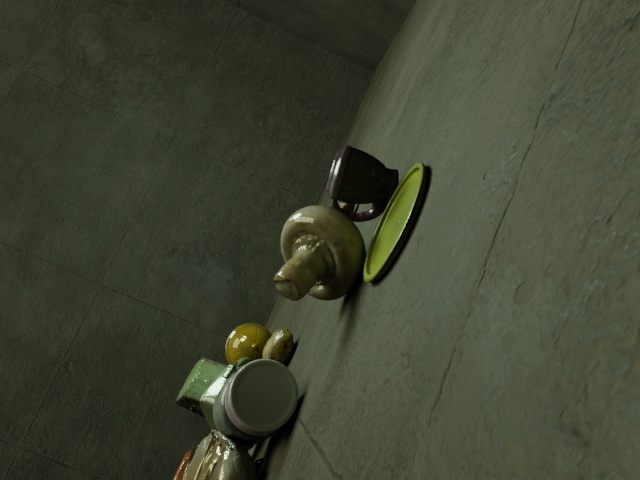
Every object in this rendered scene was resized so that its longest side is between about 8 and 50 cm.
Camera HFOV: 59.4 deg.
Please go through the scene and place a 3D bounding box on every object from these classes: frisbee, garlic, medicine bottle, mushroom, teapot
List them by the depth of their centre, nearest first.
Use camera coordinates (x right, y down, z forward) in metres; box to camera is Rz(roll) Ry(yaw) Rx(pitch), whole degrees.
[{"bbox_3d":[0.134,-0.031,1.014,0.236,0.017,0.236,-155,90,-85],"label":"frisbee"},{"bbox_3d":[0.087,-0.111,1.163,0.116,0.145,0.148,-42,-31,-89],"label":"teapot"},{"bbox_3d":[-0.015,0.036,1.175,0.209,0.206,0.206,-29,-4,-14],"label":"mushroom"},{"bbox_3d":[-0.215,0.539,1.274,0.229,0.142,0.178,-8,59,63],"label":"garlic"},{"bbox_3d":[-0.152,0.374,1.285,0.273,0.165,0.165,126,167,-60],"label":"medicine bottle"}]

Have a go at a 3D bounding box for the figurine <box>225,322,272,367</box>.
[{"bbox_3d":[-0.254,0.428,2.128,0.257,0.167,0.192,76,-153,-59],"label":"figurine"}]

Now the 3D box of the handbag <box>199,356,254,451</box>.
[{"bbox_3d":[-0.211,0.443,1.530,0.219,0.079,0.256,-50,-43,-42],"label":"handbag"}]

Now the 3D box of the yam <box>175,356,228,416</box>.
[{"bbox_3d":[-0.341,0.536,1.923,0.202,0.271,0.202,-64,-1,38],"label":"yam"}]

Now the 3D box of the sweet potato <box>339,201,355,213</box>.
[{"bbox_3d":[0.061,-0.054,1.658,0.068,0.059,0.206,30,-109,-61],"label":"sweet potato"}]

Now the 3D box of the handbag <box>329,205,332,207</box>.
[{"bbox_3d":[0.000,0.000,1.958,0.247,0.080,0.223,-65,12,-9],"label":"handbag"}]

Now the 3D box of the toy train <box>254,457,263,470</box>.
[{"bbox_3d":[-0.160,0.554,1.359,0.017,0.017,0.083,-78,14,-62],"label":"toy train"}]

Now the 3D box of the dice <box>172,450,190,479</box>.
[{"bbox_3d":[-0.373,0.764,1.727,0.174,0.174,0.179,-61,3,46],"label":"dice"}]

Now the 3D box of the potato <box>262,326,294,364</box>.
[{"bbox_3d":[-0.126,0.326,1.692,0.170,0.080,0.107,-54,11,46],"label":"potato"}]
